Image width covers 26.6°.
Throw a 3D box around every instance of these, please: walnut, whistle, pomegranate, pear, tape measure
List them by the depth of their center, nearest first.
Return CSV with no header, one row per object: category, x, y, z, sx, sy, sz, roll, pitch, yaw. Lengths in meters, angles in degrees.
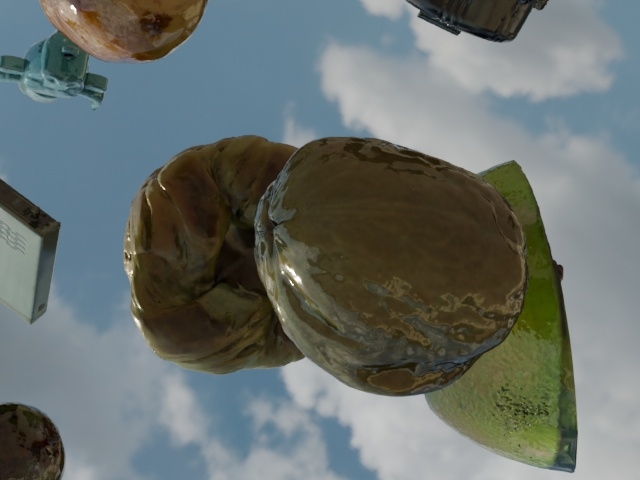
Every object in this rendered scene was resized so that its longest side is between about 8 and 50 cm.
walnut,0.066,0.023,1.342,0.283,0.227,0.282,10,-111,-27
tape measure,0.144,-0.283,1.438,0.199,0.112,0.186,25,-161,0
pomegranate,-0.246,-0.320,1.654,0.215,0.215,0.215,23,-145,-17
pear,0.199,0.101,1.695,0.165,0.398,0.398,-8,-139,2
pomegranate,-0.412,0.272,1.731,0.169,0.148,0.148,5,-148,11
whistle,-0.412,-0.260,2.077,0.186,0.274,0.093,11,-101,-21

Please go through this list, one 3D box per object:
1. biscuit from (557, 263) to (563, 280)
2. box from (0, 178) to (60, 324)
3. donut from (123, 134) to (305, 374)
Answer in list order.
biscuit,0.252,0.143,2.078,0.107,0.388,0.073,19,-124,-4
box,-0.473,-0.028,1.859,0.270,0.210,0.045,34,-135,17
donut,-0.119,0.025,1.943,0.360,0.360,0.170,21,179,-19
